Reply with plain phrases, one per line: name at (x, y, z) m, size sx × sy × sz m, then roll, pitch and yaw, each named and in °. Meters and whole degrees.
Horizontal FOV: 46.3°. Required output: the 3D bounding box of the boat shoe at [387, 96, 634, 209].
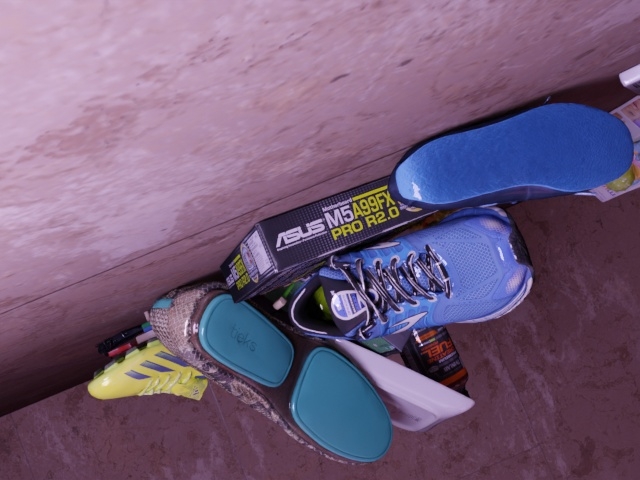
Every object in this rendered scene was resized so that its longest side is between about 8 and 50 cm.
boat shoe at (0.187, -0.087, 0.755) m, size 0.258 × 0.109 × 0.089 m, roll -4°, pitch 177°, yaw -16°

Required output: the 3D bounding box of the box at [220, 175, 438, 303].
box at (0.000, 0.000, 0.941) m, size 0.216 × 0.060 × 0.270 m, roll -21°, pitch 175°, yaw -19°

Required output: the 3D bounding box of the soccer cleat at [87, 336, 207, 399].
soccer cleat at (-0.238, 0.212, 1.218) m, size 0.093 × 0.121 × 0.289 m, roll -27°, pitch 173°, yaw 40°

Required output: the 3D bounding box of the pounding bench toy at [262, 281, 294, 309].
pounding bench toy at (-0.059, 0.060, 1.158) m, size 0.065 × 0.083 × 0.052 m, roll -16°, pitch 171°, yaw -46°

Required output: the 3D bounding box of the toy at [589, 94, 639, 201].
toy at (0.453, -0.121, 1.159) m, size 0.056 × 0.137 × 0.237 m, roll -49°, pitch -176°, yaw -23°

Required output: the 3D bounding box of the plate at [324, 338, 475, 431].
plate at (0.112, 0.280, 1.379) m, size 0.277 × 0.277 × 0.045 m, roll 112°, pitch 3°, yaw -65°

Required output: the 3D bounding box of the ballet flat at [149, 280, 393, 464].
ballet flat at (-0.077, 0.209, 1.196) m, size 0.182 × 0.482 × 0.164 m, roll 0°, pitch -122°, yaw 47°

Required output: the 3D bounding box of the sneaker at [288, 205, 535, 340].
sneaker at (0.086, 0.058, 0.830) m, size 0.147 × 0.130 × 0.330 m, roll -19°, pitch 176°, yaw -43°

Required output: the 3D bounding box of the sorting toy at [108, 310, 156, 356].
sorting toy at (-0.236, 0.124, 1.263) m, size 0.274 × 0.046 × 0.132 m, roll -25°, pitch 174°, yaw 20°

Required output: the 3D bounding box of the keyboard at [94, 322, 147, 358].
keyboard at (-0.399, 0.209, 1.504) m, size 0.100 × 0.038 × 0.192 m, roll -19°, pitch 173°, yaw -32°

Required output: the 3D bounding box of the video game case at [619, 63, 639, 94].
video game case at (0.412, -0.204, 0.825) m, size 0.143 × 0.019 × 0.157 m, roll -26°, pitch 173°, yaw 29°

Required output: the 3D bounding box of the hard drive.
hard drive at (-0.007, 0.133, 1.358) m, size 0.064 × 0.236 × 0.339 m, roll -57°, pitch -169°, yaw -25°

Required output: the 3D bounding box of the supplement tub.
supplement tub at (0.218, 0.234, 1.446) m, size 0.106 × 0.198 × 0.106 m, roll -26°, pitch 176°, yaw -2°

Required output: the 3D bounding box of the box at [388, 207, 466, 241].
box at (0.233, -0.075, 1.128) m, size 0.323 × 0.063 × 0.067 m, roll -23°, pitch 176°, yaw 5°
